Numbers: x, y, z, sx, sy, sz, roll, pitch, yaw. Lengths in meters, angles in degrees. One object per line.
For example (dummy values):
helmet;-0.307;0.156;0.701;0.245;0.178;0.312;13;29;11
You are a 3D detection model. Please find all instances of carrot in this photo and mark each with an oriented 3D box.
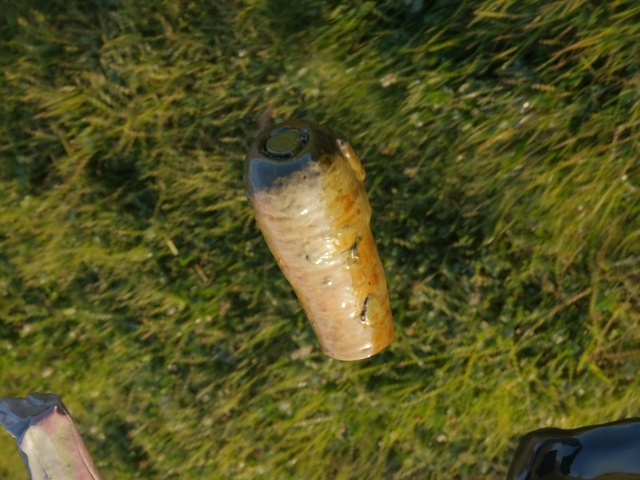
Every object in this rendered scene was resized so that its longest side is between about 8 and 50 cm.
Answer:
carrot;0.000;0.000;1.244;0.139;0.138;0.301;8;128;32

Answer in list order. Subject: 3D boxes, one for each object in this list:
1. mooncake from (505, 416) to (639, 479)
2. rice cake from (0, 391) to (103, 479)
mooncake;0.164;0.121;0.433;0.169;0.104;0.175;25;133;2
rice cake;-0.160;0.224;0.777;0.055;0.049;0.269;14;131;59
